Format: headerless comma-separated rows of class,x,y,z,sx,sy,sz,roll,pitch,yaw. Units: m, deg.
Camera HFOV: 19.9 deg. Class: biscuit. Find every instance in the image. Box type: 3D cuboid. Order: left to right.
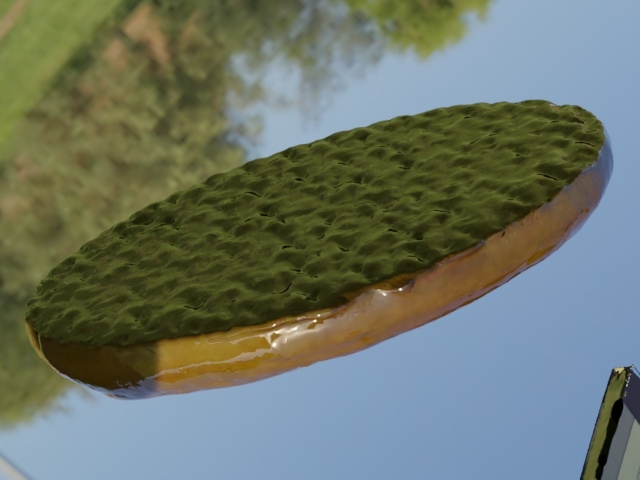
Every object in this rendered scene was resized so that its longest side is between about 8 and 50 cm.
biscuit,0.000,0.001,0.767,0.262,0.037,0.262,-16,-164,5

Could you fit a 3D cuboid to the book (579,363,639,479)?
book,0.205,0.218,1.187,0.026,0.157,0.231,-11,-138,36
